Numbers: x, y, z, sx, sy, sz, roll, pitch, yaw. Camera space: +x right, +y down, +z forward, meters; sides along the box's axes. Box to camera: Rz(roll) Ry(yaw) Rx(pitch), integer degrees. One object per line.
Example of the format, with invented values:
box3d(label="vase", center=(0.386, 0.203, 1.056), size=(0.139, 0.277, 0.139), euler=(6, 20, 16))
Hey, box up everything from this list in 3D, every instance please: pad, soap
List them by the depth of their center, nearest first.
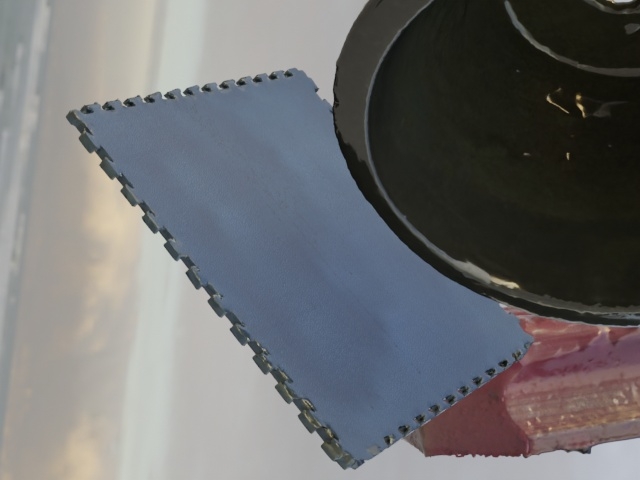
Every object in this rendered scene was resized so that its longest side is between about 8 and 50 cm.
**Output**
box3d(label="pad", center=(0.000, 0.000, 0.885), size=(0.270, 0.269, 0.012), euler=(51, -59, 14))
box3d(label="soap", center=(0.210, 0.116, 1.262), size=(0.220, 0.325, 0.127), euler=(170, -86, -86))

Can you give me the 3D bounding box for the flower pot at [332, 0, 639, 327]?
box3d(label="flower pot", center=(0.150, -0.100, 0.737), size=(0.269, 0.269, 0.166), euler=(110, -3, -48))
